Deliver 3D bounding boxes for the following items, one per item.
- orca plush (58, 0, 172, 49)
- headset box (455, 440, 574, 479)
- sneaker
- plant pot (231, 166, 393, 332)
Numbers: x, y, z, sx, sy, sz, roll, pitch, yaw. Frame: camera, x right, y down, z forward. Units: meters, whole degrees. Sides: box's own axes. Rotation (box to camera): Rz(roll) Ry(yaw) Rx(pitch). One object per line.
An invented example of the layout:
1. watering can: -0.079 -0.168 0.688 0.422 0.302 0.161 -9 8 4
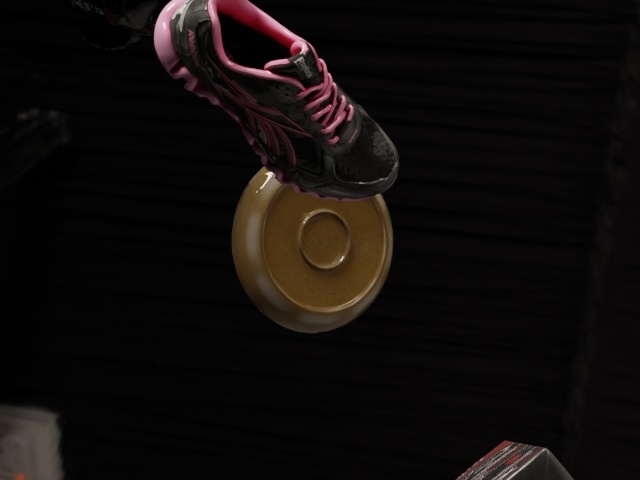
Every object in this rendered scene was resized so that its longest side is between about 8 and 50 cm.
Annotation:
1. orca plush: -0.195 -0.248 0.935 0.151 0.287 0.102 -48 -12 19
2. headset box: 0.181 0.269 0.910 0.110 0.218 0.293 -38 -9 -3
3. sneaker: -0.011 -0.059 0.483 0.047 0.119 0.057 -60 19 -21
4. plant pot: 0.000 0.000 1.526 0.032 0.236 0.236 -3 75 59
